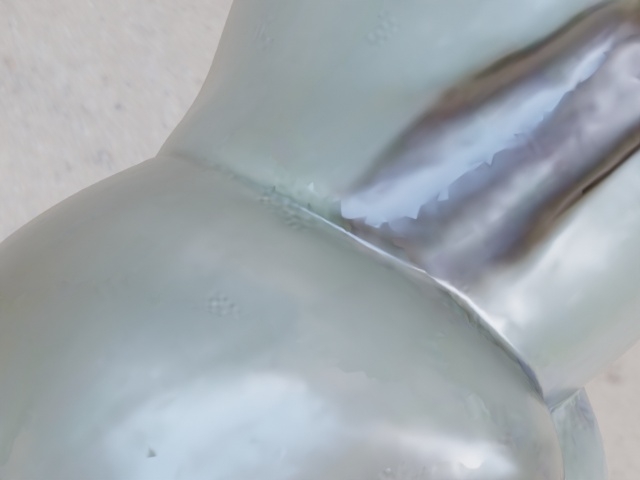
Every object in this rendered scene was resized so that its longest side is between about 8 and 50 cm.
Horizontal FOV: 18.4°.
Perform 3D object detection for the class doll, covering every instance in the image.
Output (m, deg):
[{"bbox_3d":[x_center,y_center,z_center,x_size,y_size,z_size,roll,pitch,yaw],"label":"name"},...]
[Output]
[{"bbox_3d":[0.031,0.002,0.632,0.226,0.215,0.370,31,78,3],"label":"doll"}]
